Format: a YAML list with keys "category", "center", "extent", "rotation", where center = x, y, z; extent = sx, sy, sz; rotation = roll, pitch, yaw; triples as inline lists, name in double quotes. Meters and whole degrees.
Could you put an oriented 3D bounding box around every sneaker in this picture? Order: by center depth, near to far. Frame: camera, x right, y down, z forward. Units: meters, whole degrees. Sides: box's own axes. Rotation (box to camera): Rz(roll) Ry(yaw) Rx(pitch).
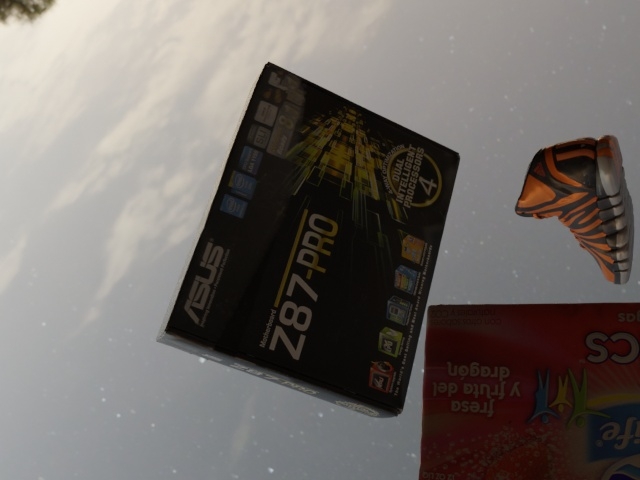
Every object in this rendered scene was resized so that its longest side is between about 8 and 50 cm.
- category: "sneaker"
  center: [0.455, -0.050, 1.257]
  extent: [0.180, 0.321, 0.124]
  rotation: [-4, -142, 31]

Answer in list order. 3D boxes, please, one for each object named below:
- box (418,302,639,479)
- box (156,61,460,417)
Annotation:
- category: "box"
  center: [0.227, 0.122, 0.440]
  extent: [0.300, 0.154, 0.142]
  rotation: [-3, -109, 27]
- category: "box"
  center: [0.000, 0.000, 0.944]
  extent: [0.097, 0.318, 0.394]
  rotation: [-38, -148, 65]
